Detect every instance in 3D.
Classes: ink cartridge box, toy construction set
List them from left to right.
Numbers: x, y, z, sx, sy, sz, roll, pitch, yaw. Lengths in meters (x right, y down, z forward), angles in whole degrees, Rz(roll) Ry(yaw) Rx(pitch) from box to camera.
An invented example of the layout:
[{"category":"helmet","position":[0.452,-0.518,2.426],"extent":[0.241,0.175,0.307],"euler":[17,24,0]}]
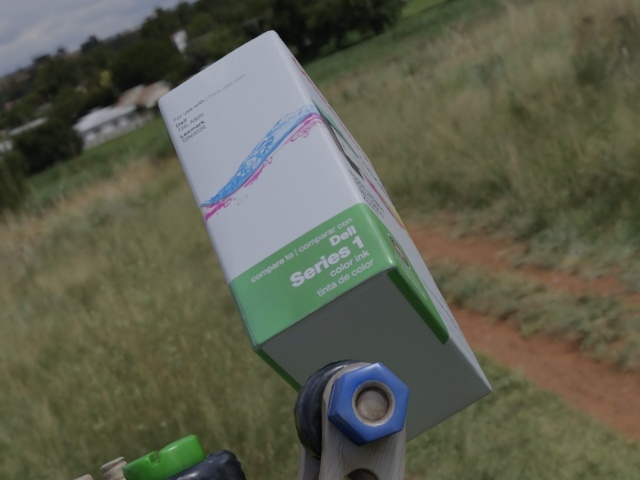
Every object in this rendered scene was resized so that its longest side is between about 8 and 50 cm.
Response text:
[{"category":"toy construction set","position":[-0.056,0.222,0.622],"extent":[0.257,0.237,0.309],"euler":[-21,-5,-39]},{"category":"ink cartridge box","position":[0.000,0.000,0.935],"extent":[0.117,0.201,0.278],"euler":[-32,48,8]}]
